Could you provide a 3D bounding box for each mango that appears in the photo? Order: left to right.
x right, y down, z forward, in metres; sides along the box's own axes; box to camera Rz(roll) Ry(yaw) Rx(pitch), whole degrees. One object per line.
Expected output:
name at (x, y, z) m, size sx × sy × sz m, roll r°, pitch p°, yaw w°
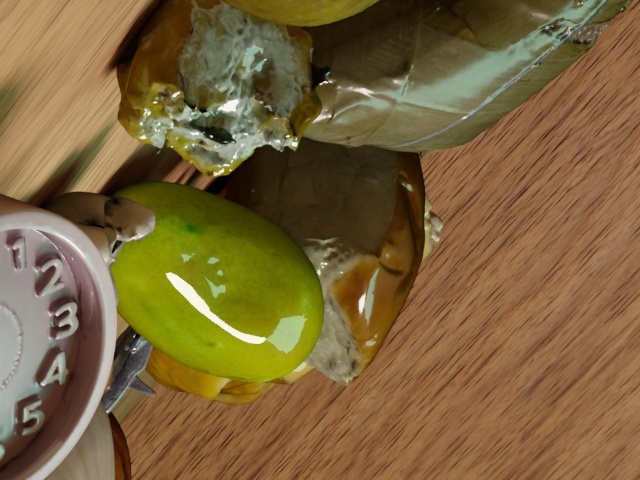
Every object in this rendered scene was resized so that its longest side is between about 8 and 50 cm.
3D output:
mango at (-0.117, 0.037, 1.723) m, size 0.185 × 0.273 × 0.149 m, roll -17°, pitch -132°, yaw 49°

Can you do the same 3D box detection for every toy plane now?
toy plane at (-0.179, 0.091, 2.007) m, size 0.212 × 0.088 × 0.267 m, roll 113°, pitch -2°, yaw -75°

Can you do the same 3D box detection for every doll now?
doll at (-0.219, 0.029, 1.417) m, size 0.192 × 0.095 × 0.149 m, roll -42°, pitch 168°, yaw -43°

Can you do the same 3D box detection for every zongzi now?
zongzi at (0.108, -0.217, 1.687) m, size 0.356 × 0.174 × 0.393 m, roll -39°, pitch 159°, yaw 31°

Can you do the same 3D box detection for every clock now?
clock at (-0.219, 0.067, 1.110) m, size 0.197 × 0.068 × 0.197 m, roll -24°, pitch 122°, yaw -45°

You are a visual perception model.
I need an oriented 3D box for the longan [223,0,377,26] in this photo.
longan at (-0.021, -0.197, 1.052) m, size 0.154 × 0.176 × 0.145 m, roll 24°, pitch 66°, yaw -65°

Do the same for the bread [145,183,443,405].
bread at (-0.068, 0.037, 2.249) m, size 0.394 × 0.250 × 0.361 m, roll -43°, pitch -178°, yaw -14°

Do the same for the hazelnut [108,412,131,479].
hazelnut at (-0.316, 0.275, 2.137) m, size 0.208 × 0.208 × 0.208 m, roll -48°, pitch 177°, yaw -3°

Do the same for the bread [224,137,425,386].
bread at (0.000, 0.000, 1.936) m, size 0.250 × 0.225 × 0.279 m, roll 104°, pitch -4°, yaw -51°

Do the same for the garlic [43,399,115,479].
garlic at (-0.285, 0.219, 1.300) m, size 0.317 × 0.259 × 0.317 m, roll -55°, pitch 168°, yaw -17°

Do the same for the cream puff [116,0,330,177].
cream puff at (-0.082, -0.119, 1.312) m, size 0.156 × 0.121 × 0.156 m, roll -4°, pitch 163°, yaw -1°

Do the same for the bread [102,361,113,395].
bread at (-0.310, 0.187, 1.901) m, size 0.174 × 0.121 × 0.245 m, roll -45°, pitch 174°, yaw -32°
